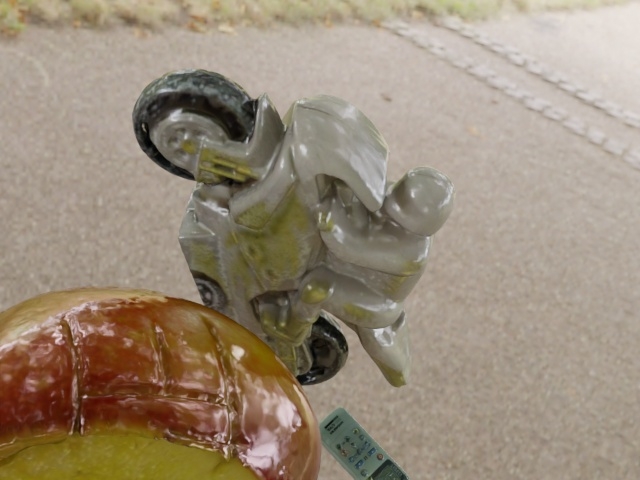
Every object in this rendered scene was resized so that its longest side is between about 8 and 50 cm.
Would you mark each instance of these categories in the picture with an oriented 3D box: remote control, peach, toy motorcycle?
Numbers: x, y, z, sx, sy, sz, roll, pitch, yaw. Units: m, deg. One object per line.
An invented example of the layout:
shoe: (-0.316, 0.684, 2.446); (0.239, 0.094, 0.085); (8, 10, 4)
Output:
remote control: (0.048, 0.253, 1.286); (0.053, 0.018, 0.124); (-39, 79, -26)
peach: (-0.153, 0.146, 0.732); (0.275, 0.248, 0.245); (23, 1, -36)
toy motorcycle: (0.000, 0.000, 0.858); (0.223, 0.340, 0.107); (-4, 44, 14)
